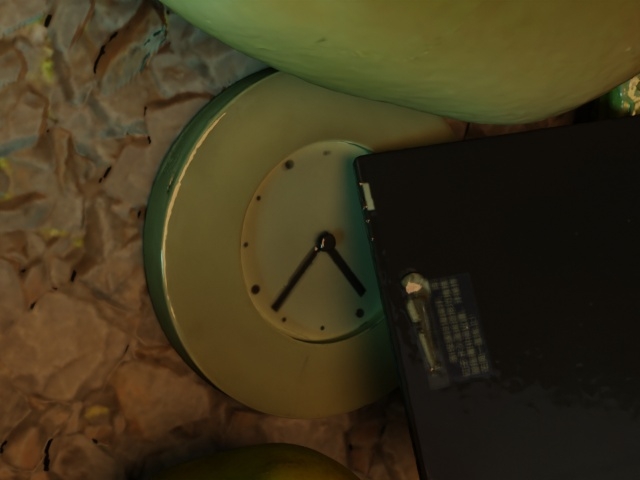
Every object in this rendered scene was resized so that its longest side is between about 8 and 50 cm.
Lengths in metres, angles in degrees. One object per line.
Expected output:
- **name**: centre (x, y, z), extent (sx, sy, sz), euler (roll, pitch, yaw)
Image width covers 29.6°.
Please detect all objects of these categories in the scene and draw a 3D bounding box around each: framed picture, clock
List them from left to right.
- **clock**: centre (0.000, 0.000, 0.784), extent (0.235, 0.029, 0.235), euler (-6, 101, -29)
- **framed picture**: centre (0.206, 0.043, 0.778), extent (0.339, 0.014, 0.255), euler (-9, 78, -13)

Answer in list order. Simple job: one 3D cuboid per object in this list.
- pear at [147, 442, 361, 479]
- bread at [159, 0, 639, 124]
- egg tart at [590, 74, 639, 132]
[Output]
- **pear**: centre (-0.041, 0.214, 0.706), extent (0.200, 0.200, 0.200), euler (-5, 100, -28)
- **bread**: centre (0.067, -0.244, 0.647), extent (0.376, 0.253, 0.348), euler (15, 100, -29)
- **egg tart**: centre (0.271, -0.090, 0.887), extent (0.197, 0.078, 0.197), euler (-5, 101, -28)
